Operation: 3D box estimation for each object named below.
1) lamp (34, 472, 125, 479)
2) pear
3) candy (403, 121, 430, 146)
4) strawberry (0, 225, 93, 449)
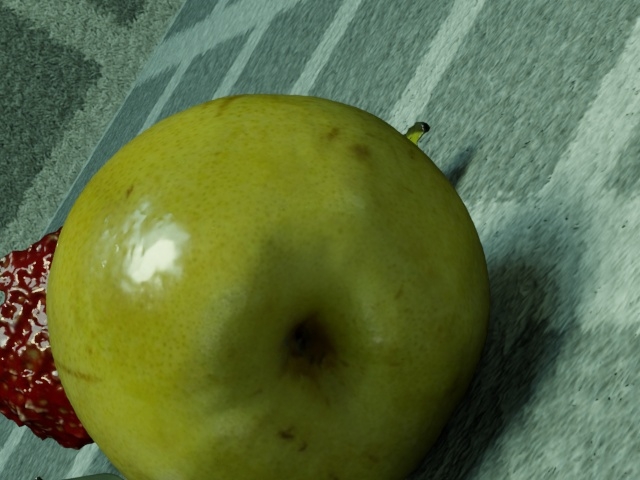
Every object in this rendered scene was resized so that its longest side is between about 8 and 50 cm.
[{"bbox_3d":[-0.159,0.245,1.510,0.283,0.203,0.125,174,89,-82],"label":"lamp"},{"bbox_3d":[-0.034,0.046,1.266,0.314,0.314,0.314,-52,15,20],"label":"pear"},{"bbox_3d":[0.000,0.000,1.638,0.297,0.081,0.187,-22,50,66],"label":"candy"},{"bbox_3d":[-0.221,0.103,1.971,0.261,0.257,0.261,-50,-16,-20],"label":"strawberry"}]
